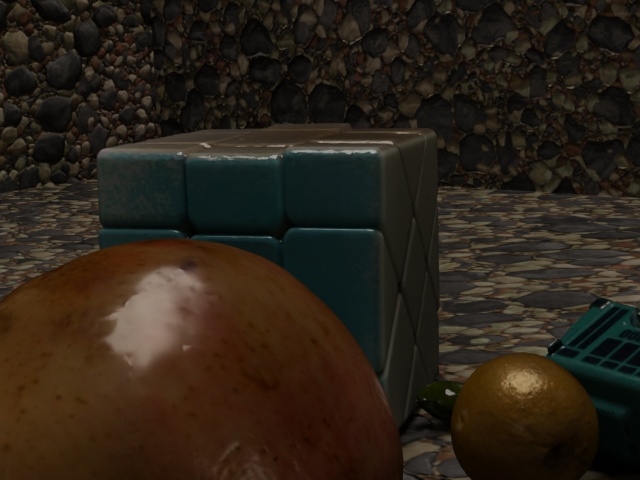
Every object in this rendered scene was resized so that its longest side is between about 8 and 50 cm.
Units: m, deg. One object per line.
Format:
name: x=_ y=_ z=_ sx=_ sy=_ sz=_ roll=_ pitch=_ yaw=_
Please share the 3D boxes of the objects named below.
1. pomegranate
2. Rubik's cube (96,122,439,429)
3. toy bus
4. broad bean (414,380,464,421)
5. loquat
pomegranate: x=-0.099 y=0.171 z=0.749 sx=0.338 sy=0.338 sz=0.338 roll=-2 pitch=10 yaw=0
Rubik's cube: x=-0.043 y=0.037 z=1.413 sx=0.315 sy=0.322 sz=0.319 roll=2 pitch=9 yaw=16
toy bus: x=0.339 y=0.149 z=1.182 sx=0.147 sy=0.128 sz=0.256 roll=-33 pitch=27 yaw=-31
broad bean: x=0.229 y=0.176 z=1.340 sx=0.256 sy=0.053 sz=0.052 roll=-1 pitch=-11 yaw=5
loquat: x=0.187 y=0.172 z=1.139 sx=0.141 sy=0.141 sz=0.141 roll=-2 pitch=10 yaw=0
